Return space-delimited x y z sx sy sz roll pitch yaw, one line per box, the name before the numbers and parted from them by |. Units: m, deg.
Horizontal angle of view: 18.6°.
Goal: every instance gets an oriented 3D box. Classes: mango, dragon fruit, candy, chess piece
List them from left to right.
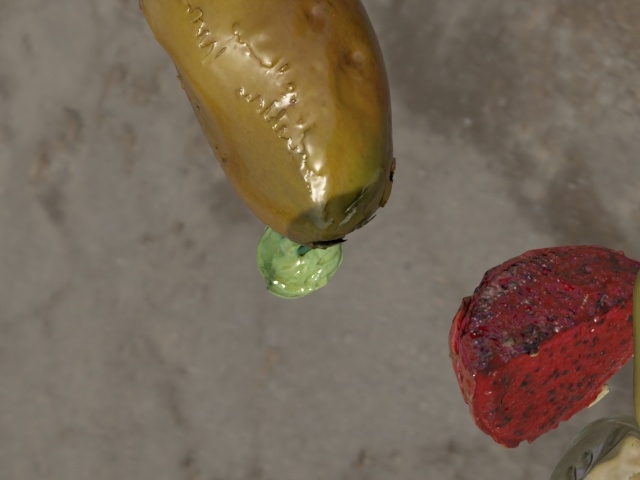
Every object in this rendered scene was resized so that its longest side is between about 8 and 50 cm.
mango | -0.032 -0.111 1.311 0.151 0.156 0.248 -30 74 29
candy | 0.000 0.000 1.909 0.335 0.093 0.092 152 103 -78
dragon fruit | 0.131 0.066 1.220 0.083 0.162 0.106 40 145 33
chess piece | 0.260 0.229 1.773 0.137 0.301 0.137 -1 87 14

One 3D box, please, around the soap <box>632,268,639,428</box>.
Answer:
soap | 0.159 0.051 0.949 0.034 0.012 0.089 99 174 -66
